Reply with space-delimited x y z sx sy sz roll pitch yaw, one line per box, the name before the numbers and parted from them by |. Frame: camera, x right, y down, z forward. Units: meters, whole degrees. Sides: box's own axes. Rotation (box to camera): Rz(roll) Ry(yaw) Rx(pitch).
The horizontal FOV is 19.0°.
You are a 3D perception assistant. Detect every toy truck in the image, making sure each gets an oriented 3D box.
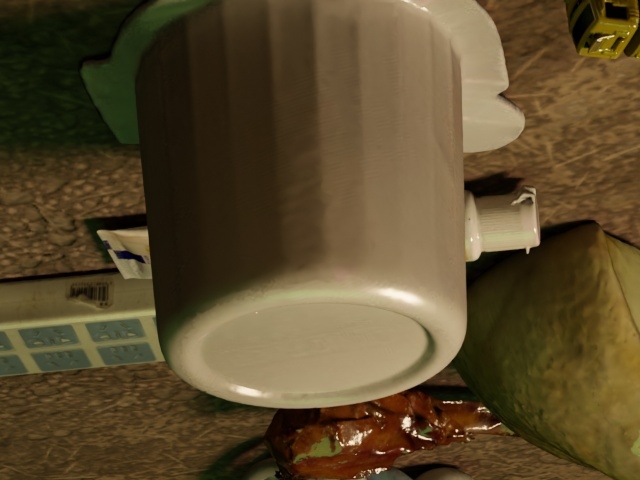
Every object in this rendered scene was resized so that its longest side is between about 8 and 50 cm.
toy truck | 0.185 -0.134 1.119 0.083 0.054 0.049 2 154 -12

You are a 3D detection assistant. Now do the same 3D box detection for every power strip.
power strip | -0.124 0.058 1.491 0.367 0.043 0.106 -6 155 4

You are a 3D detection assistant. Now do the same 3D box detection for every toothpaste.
toothpaste | 0.000 0.000 1.382 0.314 0.058 0.056 -4 -161 9

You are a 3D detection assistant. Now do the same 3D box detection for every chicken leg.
chicken leg | 0.093 0.160 1.705 0.304 0.093 0.113 -2 173 -22

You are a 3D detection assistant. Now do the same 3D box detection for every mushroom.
mushroom | 0.234 0.135 1.544 0.217 0.212 0.292 -32 150 31

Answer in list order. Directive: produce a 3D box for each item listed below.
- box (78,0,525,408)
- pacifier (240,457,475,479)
box | 0.007 -0.014 1.169 0.291 0.206 0.262 18 147 -34
pacifier | 0.069 0.287 1.879 0.233 0.244 0.299 -24 176 -39
